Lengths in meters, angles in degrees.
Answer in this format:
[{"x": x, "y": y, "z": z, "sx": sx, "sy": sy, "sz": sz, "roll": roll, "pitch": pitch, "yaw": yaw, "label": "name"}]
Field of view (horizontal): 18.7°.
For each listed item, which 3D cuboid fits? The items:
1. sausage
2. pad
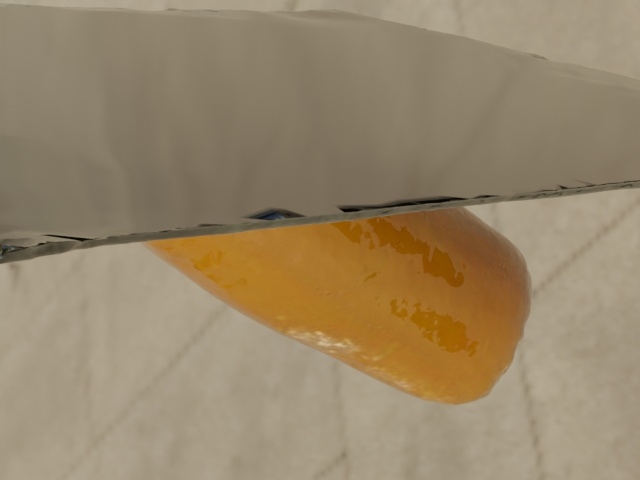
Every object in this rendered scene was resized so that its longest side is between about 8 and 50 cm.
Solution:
[{"x": 0.000, "y": 0.000, "z": 0.884, "sx": 0.098, "sy": 0.238, "sz": 0.098, "roll": -32, "pitch": 42, "yaw": 35, "label": "sausage"}, {"x": -0.023, "y": -0.040, "z": 0.495, "sx": 0.247, "sy": 0.367, "sz": 0.007, "roll": 17, "pitch": 105, "yaw": 38, "label": "pad"}]
